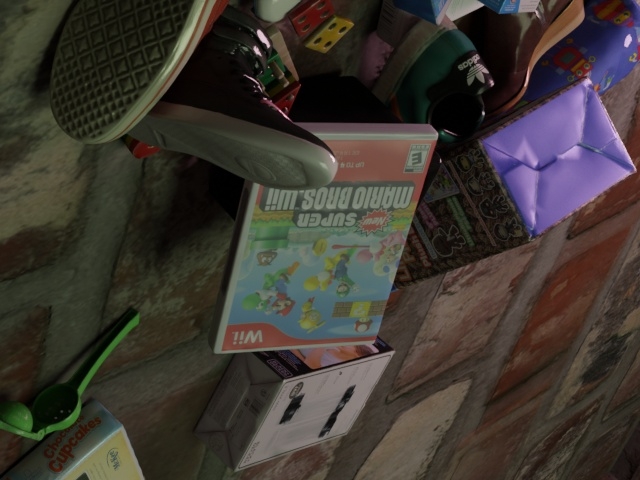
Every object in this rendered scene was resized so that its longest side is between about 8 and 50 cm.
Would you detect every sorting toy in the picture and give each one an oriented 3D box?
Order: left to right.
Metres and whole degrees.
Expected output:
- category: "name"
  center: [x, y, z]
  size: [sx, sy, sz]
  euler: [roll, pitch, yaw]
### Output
- category: "sorting toy"
  center: [-0.072, -0.152, 1.564]
  size: [0.274, 0.046, 0.132]
  euler: [-36, 162, -4]

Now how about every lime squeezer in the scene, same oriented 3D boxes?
- category: "lime squeezer"
  center: [-0.315, 0.175, 1.648]
  size: [0.310, 0.059, 0.110]
  euler: [-21, 142, -45]

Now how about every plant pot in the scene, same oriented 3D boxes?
- category: "plant pot"
  center: [-0.011, -0.069, 1.691]
  size: [0.167, 0.188, 0.187]
  euler: [1, 126, -44]

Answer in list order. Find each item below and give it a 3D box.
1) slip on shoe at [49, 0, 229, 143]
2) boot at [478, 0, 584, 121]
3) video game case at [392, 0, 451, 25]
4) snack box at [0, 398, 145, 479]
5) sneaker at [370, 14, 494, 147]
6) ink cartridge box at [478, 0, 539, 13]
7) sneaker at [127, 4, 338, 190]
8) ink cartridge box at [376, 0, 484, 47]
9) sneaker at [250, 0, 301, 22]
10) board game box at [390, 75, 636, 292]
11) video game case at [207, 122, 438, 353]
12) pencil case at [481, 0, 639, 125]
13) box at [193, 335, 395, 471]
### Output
- category: "slip on shoe"
  center: [-0.128, -0.227, 1.351]
  size: [0.331, 0.123, 0.101]
  euler: [-58, 158, 4]
- category: "boot"
  center: [0.228, -0.285, 1.932]
  size: [0.248, 0.090, 0.207]
  euler: [-45, 141, -2]
- category: "video game case"
  center: [0.143, -0.361, 1.490]
  size: [0.244, 0.061, 0.269]
  euler: [-64, 172, -1]
- category: "snack box"
  center: [-0.308, 0.346, 1.886]
  size: [0.187, 0.060, 0.322]
  euler: [-41, 153, -21]
- category: "sneaker"
  center: [0.124, -0.146, 1.818]
  size: [0.108, 0.121, 0.302]
  euler: [-35, 165, -24]
- category: "ink cartridge box"
  center: [0.240, -0.335, 1.772]
  size: [0.088, 0.052, 0.122]
  euler: [-14, 134, -51]
- category: "sneaker"
  center: [-0.075, -0.144, 1.380]
  size: [0.147, 0.296, 0.104]
  euler: [-57, 138, -14]
- category: "ink cartridge box"
  center: [0.164, -0.347, 1.746]
  size: [0.208, 0.045, 0.206]
  euler: [-29, 146, -35]
- category: "sneaker"
  center: [0.018, -0.312, 1.508]
  size: [0.237, 0.086, 0.085]
  euler: [-50, 157, 1]
- category: "board game box"
  center: [0.211, -0.069, 1.926]
  size: [0.232, 0.141, 0.291]
  euler: [-30, -176, -37]
- category: "video game case"
  center: [0.000, 0.000, 1.623]
  size: [0.204, 0.025, 0.285]
  euler: [-2, 125, -25]
- category: "pencil case"
  center: [0.350, -0.225, 2.139]
  size: [0.306, 0.119, 0.133]
  euler: [-44, 163, -15]
- category: "box"
  center: [-0.032, 0.216, 2.136]
  size: [0.290, 0.087, 0.169]
  euler: [-8, 132, -55]
